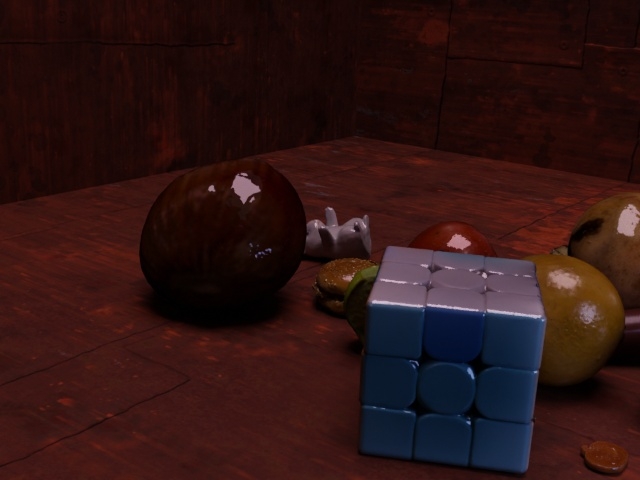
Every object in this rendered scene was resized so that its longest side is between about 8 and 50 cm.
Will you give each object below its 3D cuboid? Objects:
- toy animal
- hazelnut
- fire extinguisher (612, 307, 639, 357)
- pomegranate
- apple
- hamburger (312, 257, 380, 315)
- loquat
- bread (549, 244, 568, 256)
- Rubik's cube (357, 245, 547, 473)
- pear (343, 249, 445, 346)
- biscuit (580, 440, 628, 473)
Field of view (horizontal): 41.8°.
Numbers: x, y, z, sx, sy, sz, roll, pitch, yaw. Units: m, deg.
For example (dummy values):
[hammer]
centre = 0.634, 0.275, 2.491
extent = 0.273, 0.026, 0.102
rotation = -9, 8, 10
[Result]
[toy animal]
centre = 0.007, -0.013, 2.408
extent = 0.282, 0.138, 0.140
rotation = 5, 21, 11
[hazelnut]
centre = -0.236, -0.001, 2.026
extent = 0.421, 0.352, 0.421
rotation = -4, 51, 5
[fire extinguisher]
centre = 0.671, 0.204, 1.847
extent = 0.337, 0.106, 0.147
rotation = -6, -9, 4
[pomegranate]
centre = 0.735, 0.040, 1.975
extent = 0.322, 0.322, 0.322
rotation = 2, 17, -1
[apple]
centre = 0.303, 0.085, 1.934
extent = 0.216, 0.260, 0.260
rotation = -26, 19, 1
[hamburger]
centre = 0.072, 0.109, 2.062
extent = 0.191, 0.118, 0.182
rotation = 12, 16, 40
[loquat]
centre = 0.483, 0.159, 1.692
extent = 0.275, 0.274, 0.275
rotation = 2, 17, -1
[bread]
centre = 0.639, 0.097, 2.102
extent = 0.140, 0.160, 0.169
rotation = -7, 19, -30
[Rubik's cube]
centre = 0.230, 0.199, 1.485
extent = 0.290, 0.291, 0.291
rotation = 6, 18, 9
[pear]
centre = 0.179, 0.160, 1.785
extent = 0.255, 0.238, 0.164
rotation = -16, 7, 38
[biscuit]
centre = 0.484, 0.371, 1.432
extent = 0.078, 0.015, 0.091
rotation = 12, 19, 33
